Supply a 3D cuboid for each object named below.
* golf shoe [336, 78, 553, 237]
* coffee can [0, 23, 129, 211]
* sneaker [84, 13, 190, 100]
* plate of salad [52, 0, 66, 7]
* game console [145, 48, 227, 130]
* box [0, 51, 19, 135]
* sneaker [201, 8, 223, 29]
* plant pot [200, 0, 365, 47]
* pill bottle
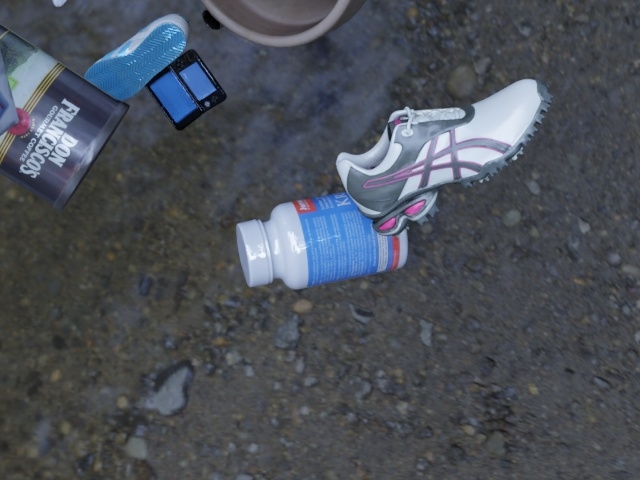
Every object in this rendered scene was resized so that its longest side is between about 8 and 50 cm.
[{"bbox_3d":[0.147,-0.117,1.176,0.273,0.120,0.105,-36,21,15],"label":"golf shoe"},{"bbox_3d":[-0.468,-0.202,1.528,0.275,0.201,0.201,33,91,-12],"label":"coffee can"},{"bbox_3d":[-0.331,-0.333,1.802,0.229,0.087,0.092,-26,24,20],"label":"sneaker"},{"bbox_3d":[-0.261,-0.344,1.023,0.200,0.048,0.199,-28,58,56],"label":"plate of salad"},{"bbox_3d":[-0.268,-0.300,1.958,0.107,0.122,0.071,-24,20,35],"label":"game console"},{"bbox_3d":[-0.464,-0.191,1.209,0.044,0.233,0.159,31,57,18],"label":"box"},{"bbox_3d":[-0.171,-0.514,2.044,0.083,0.222,0.118,45,67,0],"label":"sneaker"},{"bbox_3d":[-0.008,-0.383,1.152,0.263,0.229,0.263,17,124,27],"label":"plant pot"},{"bbox_3d":[0.000,0.000,1.371,0.222,0.124,0.124,-11,66,-12],"label":"pill bottle"}]
